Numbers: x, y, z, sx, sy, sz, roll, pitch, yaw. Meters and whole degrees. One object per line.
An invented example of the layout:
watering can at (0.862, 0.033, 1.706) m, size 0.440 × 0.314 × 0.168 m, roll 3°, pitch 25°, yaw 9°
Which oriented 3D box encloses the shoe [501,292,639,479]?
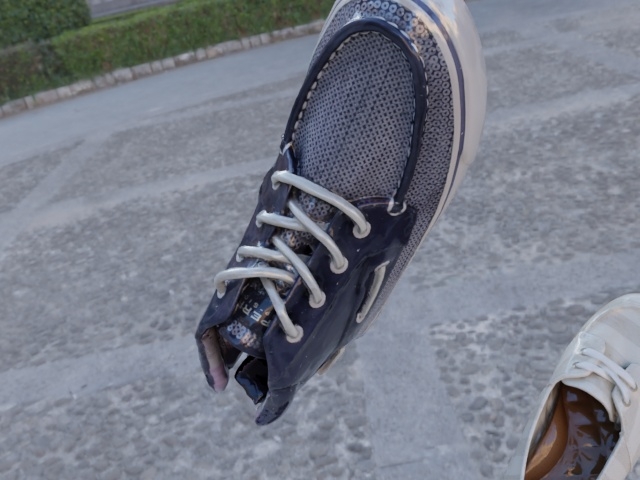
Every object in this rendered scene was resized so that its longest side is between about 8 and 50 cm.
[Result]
shoe at (0.180, 0.132, 0.456) m, size 0.076 × 0.058 × 0.219 m, roll 27°, pitch 83°, yaw 23°

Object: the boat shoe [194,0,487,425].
boat shoe at (0.000, 0.000, 0.456) m, size 0.127 × 0.340 × 0.158 m, roll 30°, pitch 50°, yaw 18°
